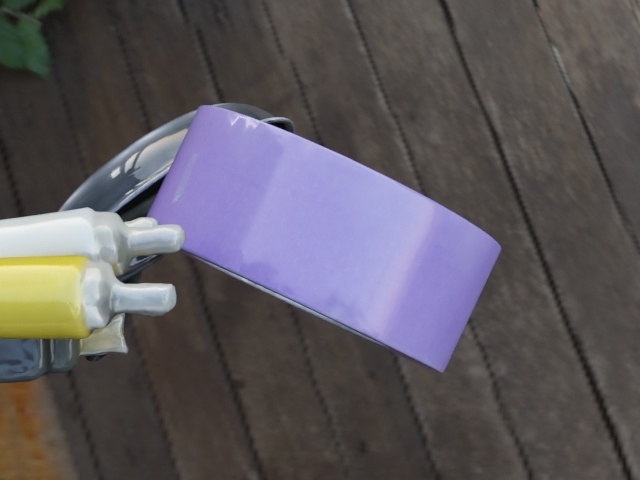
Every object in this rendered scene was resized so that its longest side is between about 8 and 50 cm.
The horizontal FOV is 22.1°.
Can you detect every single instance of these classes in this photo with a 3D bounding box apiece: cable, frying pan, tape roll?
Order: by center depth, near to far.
[{"bbox_3d":[-0.201,0.021,0.675,0.287,0.139,0.072,-2,104,-9],"label":"cable"},{"bbox_3d":[0.000,0.000,0.921,0.189,0.189,0.080,23,87,24],"label":"tape roll"},{"bbox_3d":[-0.106,-0.012,1.121,0.197,0.326,0.053,-35,82,-9],"label":"frying pan"}]
